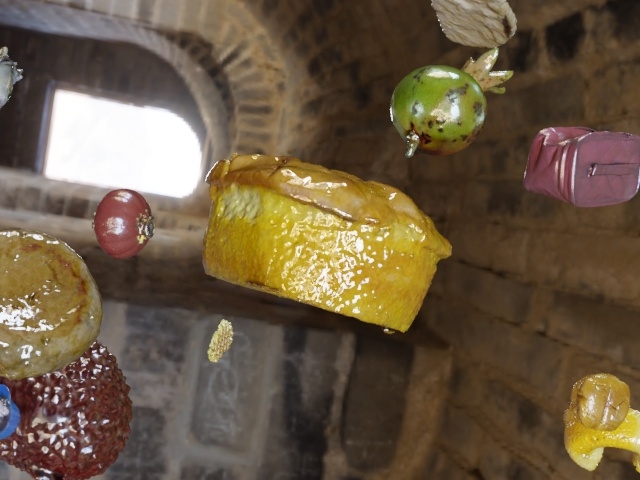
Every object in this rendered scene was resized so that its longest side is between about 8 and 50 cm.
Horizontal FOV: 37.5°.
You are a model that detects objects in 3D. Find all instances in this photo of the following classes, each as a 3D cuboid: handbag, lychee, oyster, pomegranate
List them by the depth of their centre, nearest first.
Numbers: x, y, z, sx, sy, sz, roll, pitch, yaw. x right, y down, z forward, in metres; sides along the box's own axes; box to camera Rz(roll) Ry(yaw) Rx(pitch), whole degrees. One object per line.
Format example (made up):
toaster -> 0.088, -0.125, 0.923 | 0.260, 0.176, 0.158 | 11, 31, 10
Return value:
oyster -> -0.356, -0.160, 1.006 | 0.108, 0.053, 0.165 | -57, -171, -20
pomegranate -> 0.213, -0.215, 1.507 | 0.156, 0.220, 0.156 | 40, -40, 46
handbag -> 0.512, -0.143, 1.812 | 0.135, 0.225, 0.147 | 23, -70, 52
lychee -> -0.529, 0.342, 1.903 | 0.306, 0.305, 0.330 | 116, -18, -57

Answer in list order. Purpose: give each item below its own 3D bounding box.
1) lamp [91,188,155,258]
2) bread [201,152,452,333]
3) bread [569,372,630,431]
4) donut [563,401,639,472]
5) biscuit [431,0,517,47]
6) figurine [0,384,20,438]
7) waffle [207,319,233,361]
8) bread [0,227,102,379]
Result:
lamp -> -0.280, -0.024, 1.339 | 0.101, 0.090, 0.101 | 4, 90, -76
bread -> 0.000, 0.000, 1.459 | 0.398, 0.398, 0.215 | 177, -70, -79
bread -> 0.366, 0.212, 1.240 | 0.081, 0.083, 0.046 | -55, -160, -11
donut -> 0.468, 0.317, 1.506 | 0.146, 0.181, 0.078 | 57, 48, -42
biscuit -> 0.191, -0.305, 1.207 | 0.032, 0.133, 0.250 | -59, 153, -5
figurine -> -0.513, 0.278, 1.450 | 0.077, 0.079, 0.136 | -42, -177, 8
waffle -> -0.190, 0.192, 1.786 | 0.078, 0.016, 0.085 | 85, 26, -44
bread -> -0.428, 0.095, 1.334 | 0.123, 0.229, 0.230 | 127, -29, -50
